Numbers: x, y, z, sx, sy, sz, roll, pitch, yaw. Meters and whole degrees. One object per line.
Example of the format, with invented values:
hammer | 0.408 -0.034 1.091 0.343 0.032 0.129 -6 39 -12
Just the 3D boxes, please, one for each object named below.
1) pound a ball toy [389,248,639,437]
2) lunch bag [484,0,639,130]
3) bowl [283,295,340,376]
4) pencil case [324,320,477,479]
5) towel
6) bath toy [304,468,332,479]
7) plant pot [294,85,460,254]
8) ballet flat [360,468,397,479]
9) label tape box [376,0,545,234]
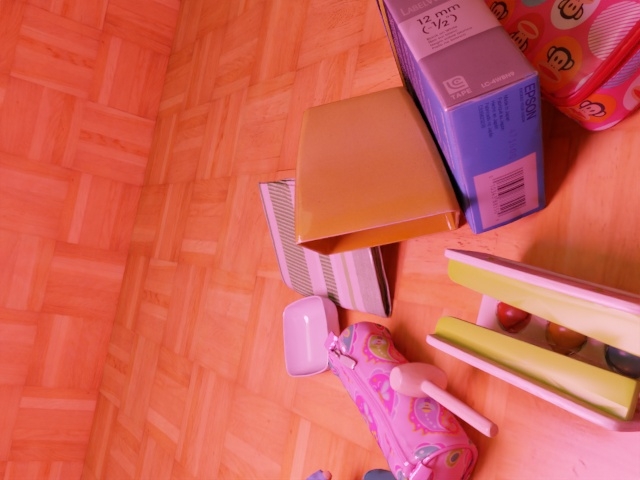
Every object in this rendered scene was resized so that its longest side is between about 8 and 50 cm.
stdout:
pound a ball toy | 0.243 0.135 0.743 0.319 0.136 0.208 18 99 56
lunch bag | 0.338 -0.308 0.784 0.258 0.120 0.293 -52 39 25
bowl | -0.010 0.177 1.165 0.142 0.053 0.142 -25 65 52
pencil case | 0.106 0.237 0.921 0.124 0.124 0.284 -62 37 21
towel | 0.000 0.000 1.158 0.325 0.038 0.248 6 112 55
bath toy | 0.062 0.474 0.874 0.129 0.151 0.348 -41 28 -14
plant pot | 0.073 -0.096 0.900 0.212 0.212 0.187 -11 82 10
ballet flat | 0.133 0.393 0.865 0.241 0.091 0.077 6 107 60
label tape box | 0.178 -0.219 0.853 0.115 0.249 0.348 -21 52 8
